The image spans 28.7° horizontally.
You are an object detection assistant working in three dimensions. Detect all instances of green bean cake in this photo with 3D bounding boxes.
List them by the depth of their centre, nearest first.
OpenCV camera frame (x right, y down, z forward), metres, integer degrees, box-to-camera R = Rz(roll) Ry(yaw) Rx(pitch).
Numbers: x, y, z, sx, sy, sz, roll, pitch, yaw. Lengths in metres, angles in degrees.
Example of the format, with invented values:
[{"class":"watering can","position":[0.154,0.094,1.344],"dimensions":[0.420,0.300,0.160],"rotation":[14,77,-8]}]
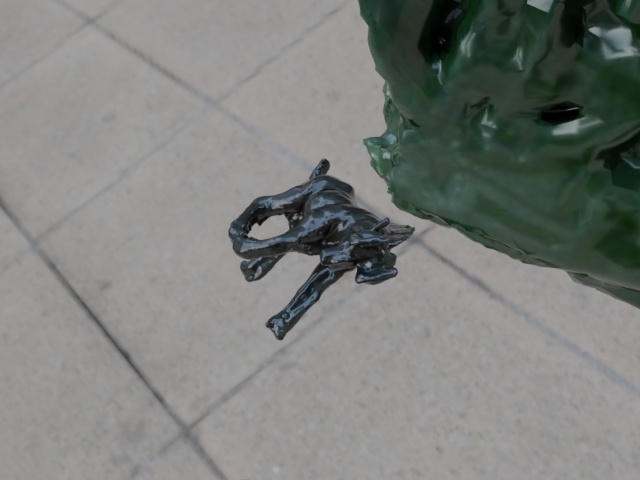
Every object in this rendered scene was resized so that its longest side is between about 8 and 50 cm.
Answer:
[{"class":"green bean cake","position":[0.096,-0.140,0.535],"dimensions":[0.300,0.308,0.169],"rotation":[24,46,2]}]

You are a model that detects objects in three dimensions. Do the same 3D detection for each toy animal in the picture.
[{"class":"toy animal","position":[0.000,0.000,1.088],"dimensions":[0.148,0.085,0.233],"rotation":[-22,22,-5]}]

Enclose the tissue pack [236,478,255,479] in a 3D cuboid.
[{"class":"tissue pack","position":[-0.035,0.255,0.887],"dimensions":[0.123,0.178,0.127],"rotation":[14,65,4]}]
